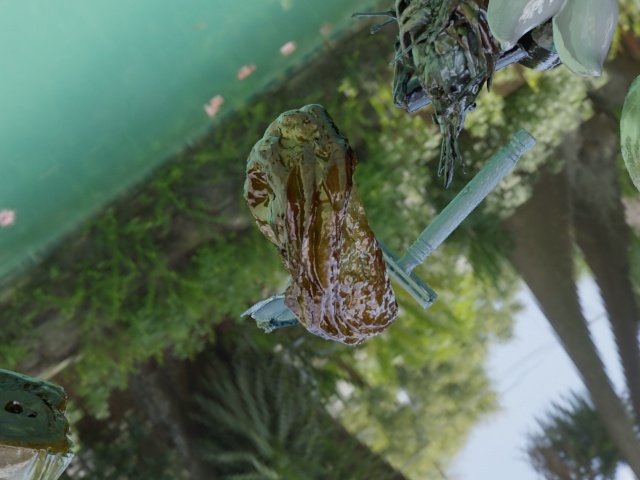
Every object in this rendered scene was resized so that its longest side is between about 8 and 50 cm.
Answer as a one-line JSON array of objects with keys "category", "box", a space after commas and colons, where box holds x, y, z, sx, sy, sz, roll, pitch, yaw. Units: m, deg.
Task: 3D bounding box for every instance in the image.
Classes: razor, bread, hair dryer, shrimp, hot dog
[{"category": "razor", "box": [0.161, -0.040, 1.441, 0.232, 0.106, 0.068, -48, 169, 9]}, {"category": "bread", "box": [-0.447, 0.256, 1.692, 0.110, 0.209, 0.192, -67, -155, 21]}, {"category": "hair dryer", "box": [0.237, -0.256, 1.670, 0.302, 0.116, 0.244, -30, 179, 0]}, {"category": "shrimp", "box": [0.136, -0.254, 1.556, 0.172, 0.372, 0.137, 10, -173, 25]}, {"category": "hot dog", "box": [-0.003, 0.000, 1.224, 0.114, 0.259, 0.175, -23, -135, -6]}]

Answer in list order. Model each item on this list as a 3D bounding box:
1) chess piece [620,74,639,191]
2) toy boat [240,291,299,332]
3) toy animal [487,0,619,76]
[{"category": "chess piece", "box": [0.510, -0.136, 1.351, 0.182, 0.182, 0.330, -39, -162, -32]}, {"category": "toy boat", "box": [-0.049, 0.112, 2.153, 0.220, 0.067, 0.291, -26, 175, 21]}, {"category": "toy animal", "box": [0.208, -0.233, 0.992, 0.221, 0.103, 0.131, -59, -164, -1]}]
